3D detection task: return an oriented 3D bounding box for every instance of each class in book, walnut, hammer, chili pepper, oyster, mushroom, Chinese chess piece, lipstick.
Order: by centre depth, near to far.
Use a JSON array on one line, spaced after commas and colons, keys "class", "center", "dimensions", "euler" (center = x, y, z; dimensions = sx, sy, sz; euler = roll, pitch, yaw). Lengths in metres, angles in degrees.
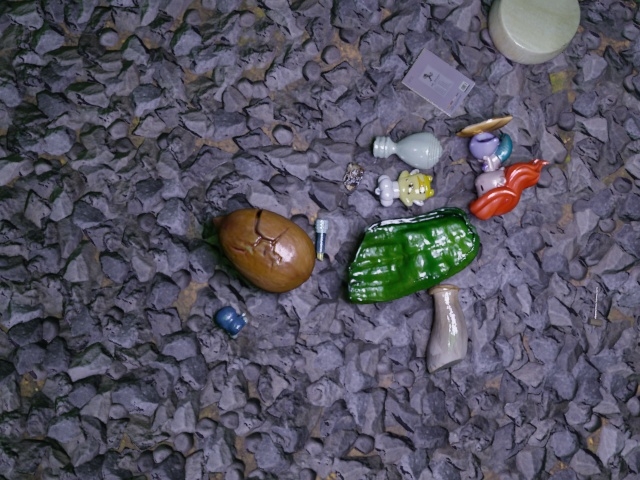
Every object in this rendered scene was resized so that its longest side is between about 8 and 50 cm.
[{"class": "walnut", "center": [-0.152, 0.016, 1.368], "dimensions": [0.297, 0.203, 0.203], "euler": [28, 85, -8]}, {"class": "chili pepper", "center": [0.237, 0.039, 1.406], "dimensions": [0.384, 0.167, 0.213], "euler": [-22, 72, 8]}, {"class": "mushroom", "center": [0.346, 0.242, 1.425], "dimensions": [0.096, 0.108, 0.247], "euler": [4, 87, -43]}, {"class": "lipstick", "center": [0.000, 0.000, 1.457], "dimensions": [0.037, 0.037, 0.116], "euler": [5, 90, -2]}, {"class": "oyster", "center": [0.093, -0.179, 1.480], "dimensions": [0.054, 0.019, 0.083], "euler": [19, 85, -1]}, {"class": "hammer", "center": [0.782, 0.186, 1.486], "dimensions": [0.035, 0.019, 0.110], "euler": [8, 83, -2]}, {"class": "Chinese chess piece", "center": [0.605, -0.628, 1.494], "dimensions": [0.250, 0.101, 0.251], "euler": [0, 86, -3]}, {"class": "book", "center": [0.339, -0.457, 1.514], "dimensions": [0.181, 0.014, 0.127], "euler": [35, 85, 0]}]

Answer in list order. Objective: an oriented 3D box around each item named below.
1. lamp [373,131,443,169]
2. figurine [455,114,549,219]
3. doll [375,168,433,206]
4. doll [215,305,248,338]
[{"class": "lamp", "center": [0.243, -0.254, 1.458], "dimensions": [0.192, 0.106, 0.106], "euler": [8, 85, 8]}, {"class": "figurine", "center": [0.489, -0.198, 1.427], "dimensions": [0.208, 0.181, 0.257], "euler": [-16, 94, -32]}, {"class": "doll", "center": [0.232, -0.144, 1.463], "dimensions": [0.162, 0.062, 0.106], "euler": [-7, 82, -2]}, {"class": "doll", "center": [-0.242, 0.215, 1.424], "dimensions": [0.083, 0.050, 0.076], "euler": [40, 81, 3]}]
